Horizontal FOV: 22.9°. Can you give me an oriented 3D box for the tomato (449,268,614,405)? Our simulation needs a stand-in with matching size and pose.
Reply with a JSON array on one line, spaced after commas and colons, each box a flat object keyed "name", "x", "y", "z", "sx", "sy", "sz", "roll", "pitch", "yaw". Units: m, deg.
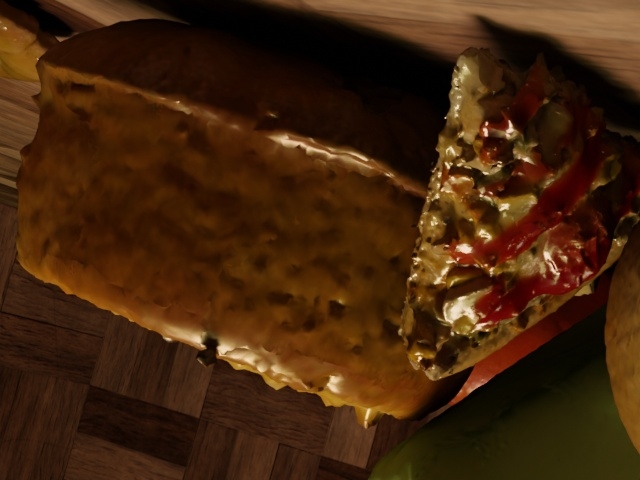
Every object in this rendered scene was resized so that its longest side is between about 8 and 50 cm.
[{"name": "tomato", "x": 0.194, "y": 0.093, "z": 1.522, "sx": 0.260, "sy": 0.180, "sz": 0.260, "roll": 14, "pitch": 173, "yaw": 2}]

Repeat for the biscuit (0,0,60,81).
[{"name": "biscuit", "x": -0.281, "y": -0.148, "z": 1.038, "sx": 0.260, "sy": 0.041, "sz": 0.203, "roll": 9, "pitch": 173, "yaw": 38}]

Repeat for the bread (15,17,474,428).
[{"name": "bread", "x": 0.000, "y": 0.000, "z": 0.901, "sx": 0.340, "sy": 0.194, "sz": 0.179, "roll": 24, "pitch": -178, "yaw": -38}]

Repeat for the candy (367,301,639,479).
[{"name": "candy", "x": 0.187, "y": 0.103, "z": 0.954, "sx": 0.132, "sy": 0.344, "sz": 0.142, "roll": 56, "pitch": 160, "yaw": 9}]

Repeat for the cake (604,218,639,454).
[{"name": "cake", "x": 0.233, "y": 0.039, "z": 0.786, "sx": 0.185, "sy": 0.207, "sz": 0.178, "roll": -2, "pitch": -176, "yaw": -7}]

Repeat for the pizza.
[{"name": "pizza", "x": 0.105, "y": -0.021, "z": 0.782, "sx": 0.062, "sy": 0.188, "sz": 0.199, "roll": 44, "pitch": 170, "yaw": 38}]

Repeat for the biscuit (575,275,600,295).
[{"name": "biscuit", "x": 0.152, "y": 0.002, "z": 1.375, "sx": 0.188, "sy": 0.052, "sz": 0.056, "roll": 12, "pitch": 162, "yaw": 20}]
